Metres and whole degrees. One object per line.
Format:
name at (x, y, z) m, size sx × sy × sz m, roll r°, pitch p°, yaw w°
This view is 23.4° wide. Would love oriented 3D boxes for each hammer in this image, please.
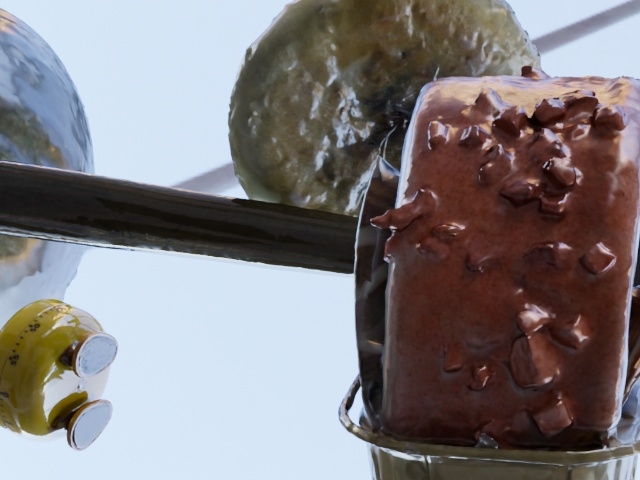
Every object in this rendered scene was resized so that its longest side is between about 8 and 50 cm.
hammer at (0.000, 0.000, 0.967) m, size 0.440 × 0.044 × 0.168 m, roll 9°, pitch -108°, yaw 11°

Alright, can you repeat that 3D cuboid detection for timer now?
timer at (-0.211, 0.094, 1.143) m, size 0.109 × 0.107 × 0.107 m, roll 19°, pitch -74°, yaw 28°

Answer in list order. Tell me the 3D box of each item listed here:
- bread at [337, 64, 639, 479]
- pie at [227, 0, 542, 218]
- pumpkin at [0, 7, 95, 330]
bread at (0.089, 0.036, 0.630) m, size 0.142 × 0.224 × 0.212 m, roll 6°, pitch -78°, yaw 11°
pie at (0.046, -0.092, 0.997) m, size 0.218 × 0.052 × 0.185 m, roll 0°, pitch -65°, yaw -15°
pumpkin at (-0.394, -0.011, 1.421) m, size 0.454 × 0.344 × 0.454 m, roll -32°, pitch -135°, yaw 38°
